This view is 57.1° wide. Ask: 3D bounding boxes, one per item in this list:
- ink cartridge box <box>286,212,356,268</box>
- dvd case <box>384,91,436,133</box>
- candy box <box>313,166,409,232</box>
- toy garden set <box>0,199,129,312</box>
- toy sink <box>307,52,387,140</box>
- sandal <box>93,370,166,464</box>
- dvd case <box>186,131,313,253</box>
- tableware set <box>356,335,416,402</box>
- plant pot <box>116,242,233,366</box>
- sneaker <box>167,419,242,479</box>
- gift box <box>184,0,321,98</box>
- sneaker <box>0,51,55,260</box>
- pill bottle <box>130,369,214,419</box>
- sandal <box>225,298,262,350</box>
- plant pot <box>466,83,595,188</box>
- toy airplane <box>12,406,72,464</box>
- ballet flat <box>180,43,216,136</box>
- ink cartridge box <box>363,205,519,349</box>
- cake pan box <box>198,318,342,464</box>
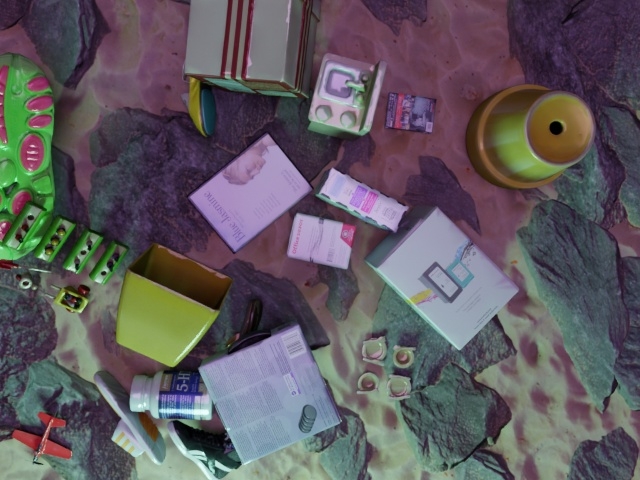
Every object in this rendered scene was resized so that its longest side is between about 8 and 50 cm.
[{"bbox_3d":[0.000,0.000,1.421,0.151,0.063,0.109,12,93,-6],"label":"ink cartridge box"},{"bbox_3d":[0.221,-0.312,1.444,0.120,0.013,0.087,6,94,-5],"label":"dvd case"},{"bbox_3d":[0.088,-0.094,1.372,0.196,0.165,0.070,26,91,-7],"label":"candy box"},{"bbox_3d":[-0.589,0.054,1.321,0.244,0.049,0.203,30,101,-36],"label":"toy garden set"},{"bbox_3d":[0.048,-0.320,1.317,0.131,0.234,0.152,13,94,-6],"label":"toy sink"},{"bbox_3d":[-0.468,0.431,1.399,0.076,0.102,0.265,-38,88,0],"label":"sandal"},{"bbox_3d":[-0.168,-0.115,1.418,0.253,0.022,0.180,-39,97,-1],"label":"dvd case"},{"bbox_3d":[0.167,0.325,1.483,0.141,0.020,0.168,7,94,-6],"label":"tableware set"},{"bbox_3d":[-0.345,0.156,1.341,0.212,0.212,0.187,25,104,-6],"label":"plant pot"},{"bbox_3d":[-0.263,0.476,1.412,0.121,0.079,0.217,-34,120,-6],"label":"sneaker"},{"bbox_3d":[-0.144,-0.461,1.288,0.255,0.276,0.258,8,97,7],"label":"gift box"},{"bbox_3d":[-0.684,-0.172,1.304,0.185,0.202,0.482,8,111,-33],"label":"sneaker"},{"bbox_3d":[-0.346,0.364,1.392,0.187,0.112,0.112,3,94,-6],"label":"pill bottle"},{"bbox_3d":[-0.196,0.242,1.413,0.060,0.090,0.219,15,94,10],"label":"sandal"},{"bbox_3d":[0.497,-0.246,1.362,0.254,0.239,0.253,0,93,-5],"label":"plant pot"},{"bbox_3d":[-0.660,0.472,1.413,0.151,0.028,0.151,0,94,-4],"label":"toy airplane"},{"bbox_3d":[-0.286,-0.356,1.372,0.077,0.077,0.230,2,91,16],"label":"ballet flat"},{"bbox_3d":[0.273,0.076,1.385,0.270,0.198,0.197,44,90,-6],"label":"ink cartridge box"},{"bbox_3d":[-0.115,0.338,1.335,0.246,0.070,0.266,-25,96,-5],"label":"cake pan box"}]
